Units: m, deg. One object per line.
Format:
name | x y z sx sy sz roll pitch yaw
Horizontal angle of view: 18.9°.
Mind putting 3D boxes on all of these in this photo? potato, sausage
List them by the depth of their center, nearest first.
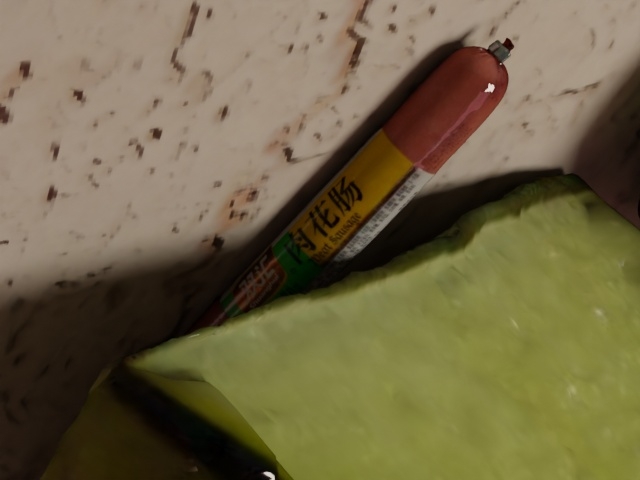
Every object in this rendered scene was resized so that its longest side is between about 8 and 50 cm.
sausage | 0.000 0.000 0.773 0.223 0.029 0.029 -46 152 17
potato | 0.067 0.158 0.790 0.330 0.280 0.212 -24 156 -49

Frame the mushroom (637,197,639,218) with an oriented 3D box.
mushroom | 0.254 -0.033 0.905 0.194 0.138 0.231 -42 153 9
